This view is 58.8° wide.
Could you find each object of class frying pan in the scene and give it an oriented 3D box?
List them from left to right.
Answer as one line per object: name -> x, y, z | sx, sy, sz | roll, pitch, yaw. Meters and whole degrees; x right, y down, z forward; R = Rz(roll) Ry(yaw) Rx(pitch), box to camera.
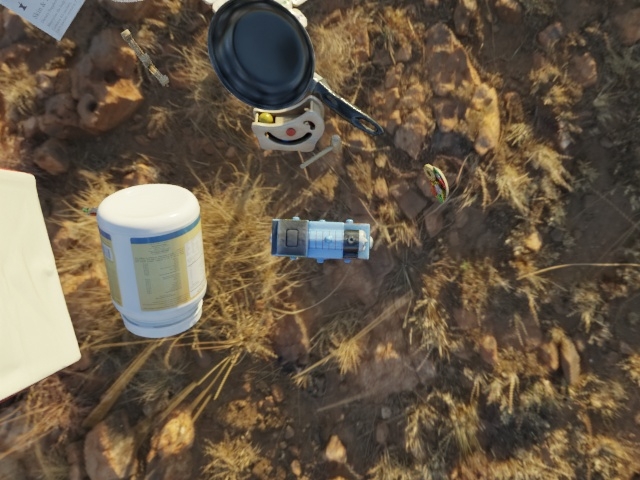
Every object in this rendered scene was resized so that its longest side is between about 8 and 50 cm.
frying pan -> -0.037, -0.300, 0.945 | 0.326, 0.053, 0.197 | 14, 131, 13

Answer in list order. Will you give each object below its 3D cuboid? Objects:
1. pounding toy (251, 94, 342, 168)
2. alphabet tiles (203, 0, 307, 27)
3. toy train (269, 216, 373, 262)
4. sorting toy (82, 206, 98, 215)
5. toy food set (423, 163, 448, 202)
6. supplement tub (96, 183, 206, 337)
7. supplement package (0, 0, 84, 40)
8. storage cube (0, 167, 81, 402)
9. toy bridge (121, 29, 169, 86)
pounding toy -> -0.066, -0.316, 1.654 | 0.269, 0.154, 0.155 | 2, 52, -3
alphabet tiles -> -0.169, -0.631, 1.457 | 0.284, 0.021, 0.278 | 47, 60, -5
toy train -> 0.000, 0.000, 0.987 | 0.184, 0.105, 0.080 | 3, 90, 3
sorting toy -> -0.661, -0.082, 1.663 | 0.062, 0.083, 0.012 | -26, 68, 42
toy food set -> 0.258, -0.127, 1.263 | 0.020, 0.082, 0.083 | -23, 124, -9
supplement tub -> -0.248, 0.030, 0.857 | 0.144, 0.144, 0.200 | 6, 119, 9
supplement package -> -0.568, -0.549, 1.055 | 0.199, 0.262, 0.198 | -53, 40, 8
storage cube -> -0.332, 0.049, 0.430 | 0.193, 0.215, 0.184 | -14, 90, 0
toy bridge -> -0.510, -0.526, 1.666 | 0.026, 0.063, 0.188 | -40, 95, -8
